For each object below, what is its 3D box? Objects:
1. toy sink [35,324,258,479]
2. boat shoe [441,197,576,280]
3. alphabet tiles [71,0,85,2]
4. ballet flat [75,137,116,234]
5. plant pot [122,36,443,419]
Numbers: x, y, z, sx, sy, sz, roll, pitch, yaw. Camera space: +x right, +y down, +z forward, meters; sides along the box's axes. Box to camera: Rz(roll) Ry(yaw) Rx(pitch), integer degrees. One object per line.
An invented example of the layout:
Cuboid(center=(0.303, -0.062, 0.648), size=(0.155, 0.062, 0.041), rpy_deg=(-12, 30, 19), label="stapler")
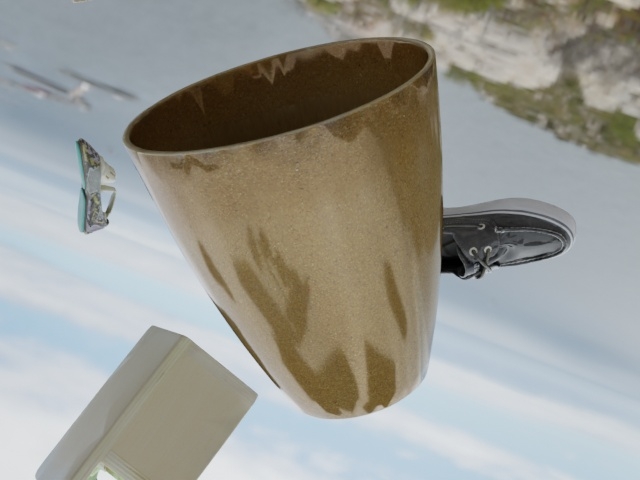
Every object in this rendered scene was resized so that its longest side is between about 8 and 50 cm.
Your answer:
Cuboid(center=(-0.205, 0.235, 1.319), size=(0.131, 0.234, 0.153), rpy_deg=(42, 165, -17), label="toy sink")
Cuboid(center=(0.143, 0.006, 1.127), size=(0.228, 0.076, 0.080), rpy_deg=(4, 135, 8), label="boat shoe")
Cuboid(center=(-0.160, -0.386, 1.059), size=(0.342, 0.285, 0.011), rpy_deg=(-18, -165, -31), label="alphabet tiles")
Cuboid(center=(-0.219, -0.055, 1.088), size=(0.041, 0.114, 0.041), rpy_deg=(5, -138, -4), label="ballet flat")
Cuboid(center=(0.000, 0.000, 0.863), size=(0.237, 0.254, 0.237), rpy_deg=(-14, -157, 6), label="plant pot")
